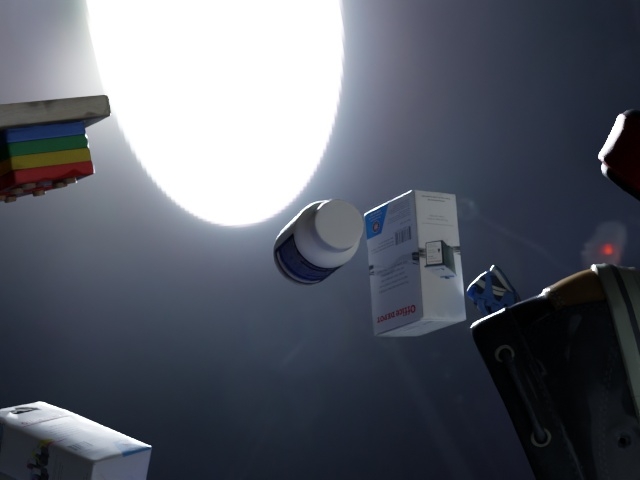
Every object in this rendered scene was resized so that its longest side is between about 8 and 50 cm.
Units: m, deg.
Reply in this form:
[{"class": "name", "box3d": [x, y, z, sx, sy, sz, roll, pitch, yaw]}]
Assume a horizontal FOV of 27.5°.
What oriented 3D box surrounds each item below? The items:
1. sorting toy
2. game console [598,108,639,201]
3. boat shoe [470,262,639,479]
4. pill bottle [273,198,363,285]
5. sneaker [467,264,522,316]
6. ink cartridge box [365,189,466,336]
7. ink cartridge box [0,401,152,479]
[{"class": "sorting toy", "box3d": [-0.391, -0.086, 1.462, 0.257, 0.255, 0.089, -10, -90, -29]}, {"class": "game console", "box3d": [0.404, 0.042, 0.993, 0.060, 0.386, 0.342, -56, -28, 11]}, {"class": "boat shoe", "box3d": [0.221, 0.269, 0.988, 0.187, 0.156, 0.500, 56, -157, -77]}, {"class": "pill bottle", "box3d": [0.000, 0.000, 1.808, 0.094, 0.169, 0.094, 5, -106, -17]}, {"class": "sneaker", "box3d": [0.248, 0.090, 1.805, 0.053, 0.059, 0.144, 62, 180, -27]}, {"class": "ink cartridge box", "box3d": [0.136, 0.037, 1.909, 0.082, 0.140, 0.190, 2, -105, -29]}, {"class": "ink cartridge box", "box3d": [-0.304, 0.251, 1.542, 0.104, 0.181, 0.061, -4, -72, -58]}]
